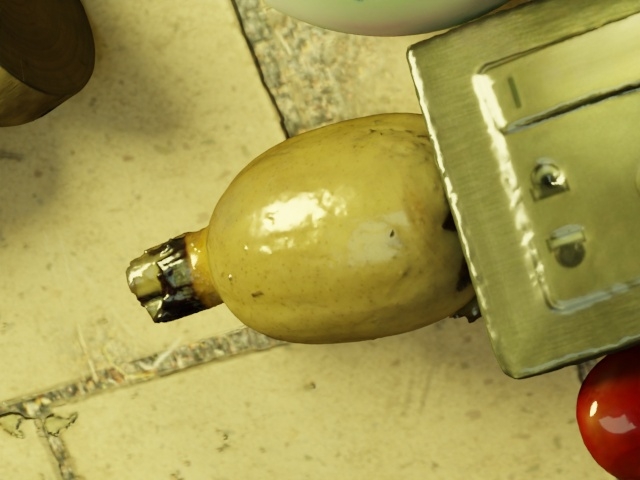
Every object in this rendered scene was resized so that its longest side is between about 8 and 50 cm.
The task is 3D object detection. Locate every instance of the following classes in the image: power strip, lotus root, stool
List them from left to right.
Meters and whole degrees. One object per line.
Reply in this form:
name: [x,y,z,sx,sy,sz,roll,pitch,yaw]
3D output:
stool: [-0.337,-0.133,1.378,0.264,0.179,0.179,-28,98,25]
lotus root: [0.000,0.000,1.310,0.310,0.183,0.183,-13,104,22]
power strip: [0.213,-0.055,1.185,0.257,0.092,0.251,-18,81,12]

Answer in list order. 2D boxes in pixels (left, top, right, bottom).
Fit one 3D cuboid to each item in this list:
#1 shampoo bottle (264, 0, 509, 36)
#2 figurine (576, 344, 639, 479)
shampoo bottle: [0.121,-0.262,1.198,0.349,0.151,0.222,-5,95,20]
figurine: [0.359,0.101,1.217,0.261,0.270,0.211,16,155,32]
